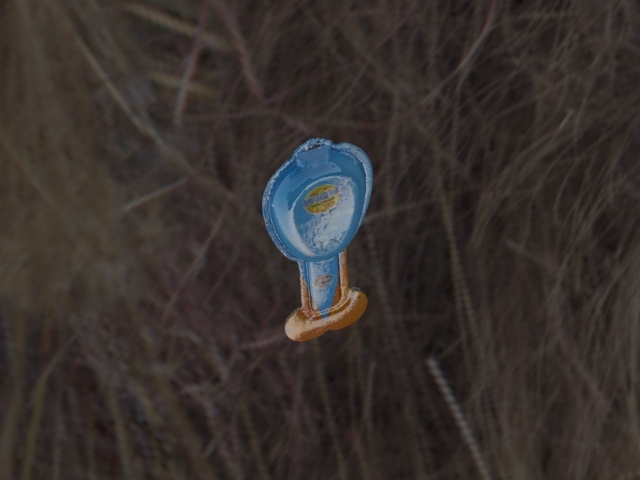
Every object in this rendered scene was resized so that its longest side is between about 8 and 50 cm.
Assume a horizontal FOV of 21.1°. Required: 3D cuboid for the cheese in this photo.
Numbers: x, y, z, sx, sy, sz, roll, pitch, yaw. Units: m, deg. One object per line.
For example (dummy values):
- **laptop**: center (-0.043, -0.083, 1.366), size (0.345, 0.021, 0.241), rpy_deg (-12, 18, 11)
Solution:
- **cheese**: center (0.000, 0.001, 0.695), size (0.047, 0.017, 0.111), rpy_deg (-16, 135, -12)
